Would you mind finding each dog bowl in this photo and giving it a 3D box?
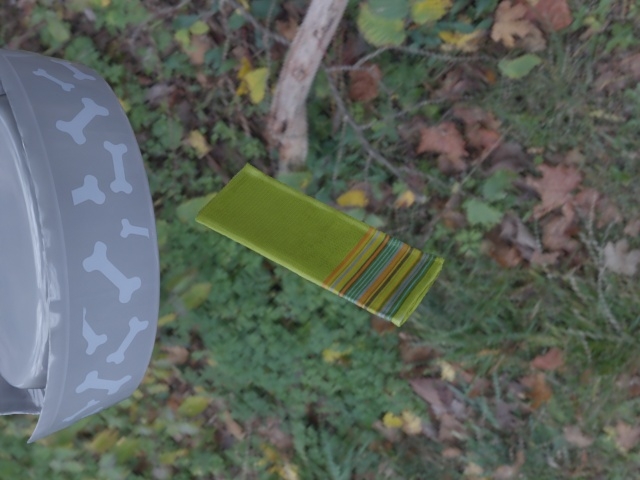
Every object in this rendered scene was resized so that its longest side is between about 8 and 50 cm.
[{"bbox_3d":[-0.246,0.000,0.894,0.349,0.102,0.348,17,110,56],"label":"dog bowl"}]

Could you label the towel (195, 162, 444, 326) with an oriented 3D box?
[{"bbox_3d":[0.000,0.000,1.028,0.237,0.102,0.021,27,135,14],"label":"towel"}]
